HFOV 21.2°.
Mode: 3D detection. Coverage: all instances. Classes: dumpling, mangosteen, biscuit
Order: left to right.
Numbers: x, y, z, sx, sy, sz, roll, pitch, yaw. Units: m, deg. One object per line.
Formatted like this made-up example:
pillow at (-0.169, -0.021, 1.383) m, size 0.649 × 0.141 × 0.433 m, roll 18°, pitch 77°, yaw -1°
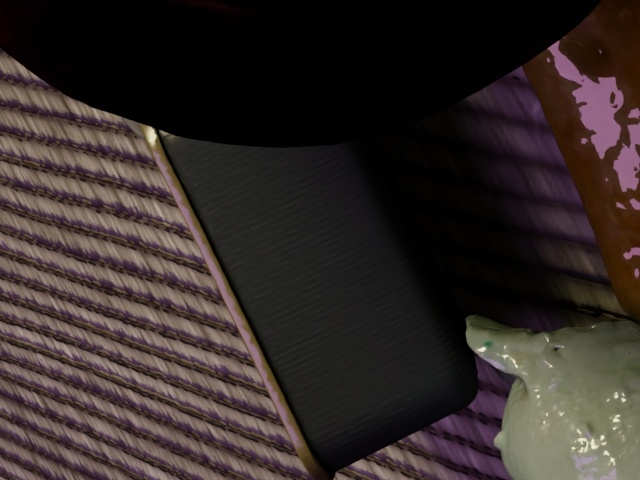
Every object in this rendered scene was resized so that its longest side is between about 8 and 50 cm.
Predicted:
mangosteen at (-0.022, -0.191, 0.632) m, size 0.347 × 0.307 × 0.306 m, roll -146°, pitch 34°, yaw -74°
dumpling at (0.159, 0.091, 0.755) m, size 0.219 × 0.153 × 0.108 m, roll 41°, pitch 112°, yaw 22°
biscuit at (0.162, -0.049, 0.704) m, size 0.174 × 0.039 × 0.183 m, roll -8°, pitch 109°, yaw 48°

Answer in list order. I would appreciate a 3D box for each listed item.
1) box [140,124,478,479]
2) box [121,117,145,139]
box at (0.000, 0.000, 0.829) m, size 0.201 × 0.090 × 0.144 m, roll 64°, pitch -174°, yaw -5°
box at (-0.082, -0.124, 0.906) m, size 0.089 × 0.062 × 0.122 m, roll 47°, pitch 142°, yaw 15°
